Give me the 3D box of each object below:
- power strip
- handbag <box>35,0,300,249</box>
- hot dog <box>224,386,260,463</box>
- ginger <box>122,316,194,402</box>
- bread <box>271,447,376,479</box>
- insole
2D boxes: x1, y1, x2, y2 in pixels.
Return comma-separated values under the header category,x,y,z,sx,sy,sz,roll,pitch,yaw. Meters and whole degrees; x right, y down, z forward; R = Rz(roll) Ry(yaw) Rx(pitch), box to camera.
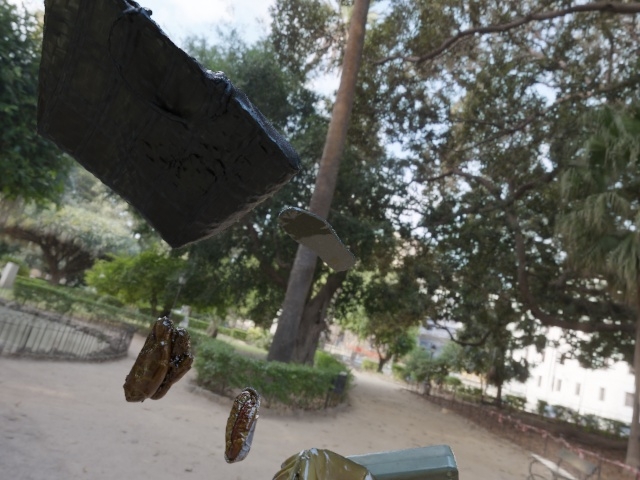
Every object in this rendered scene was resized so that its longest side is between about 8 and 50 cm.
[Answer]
category,x,y,z,sx,sy,sz,roll,pitch,yaw
power strip,0.081,0.404,0.761,0.287,0.093,0.053,-7,25,3
handbag,-0.151,-0.112,0.420,0.270,0.089,0.175,41,-45,-3
hot dog,-0.200,0.466,1.164,0.053,0.192,0.099,36,-46,-25
ginger,-0.289,0.228,0.854,0.073,0.162,0.103,19,-7,39
bread,-0.008,0.381,0.532,0.136,0.241,0.107,27,-54,-10
insole,0.000,0.000,0.748,0.063,0.010,0.192,-29,-42,18
